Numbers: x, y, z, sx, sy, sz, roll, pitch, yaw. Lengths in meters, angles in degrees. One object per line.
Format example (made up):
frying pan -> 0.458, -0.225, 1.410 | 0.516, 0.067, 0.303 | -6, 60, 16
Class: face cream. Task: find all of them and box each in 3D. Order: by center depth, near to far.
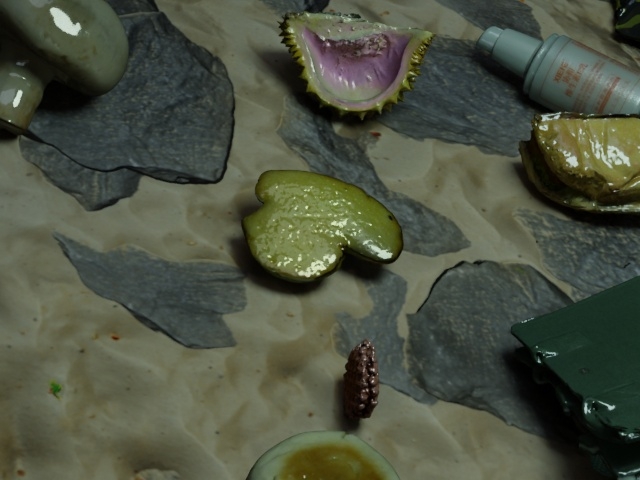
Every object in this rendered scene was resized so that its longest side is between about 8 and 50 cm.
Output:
face cream -> 0.329, -0.228, 1.831 | 0.252, 0.101, 0.101 | 30, 46, 16

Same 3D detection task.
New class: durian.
durian -> 0.048, -0.242, 1.759 | 0.183, 0.132, 0.165 | -12, 37, -10

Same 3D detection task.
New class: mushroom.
mushroom -> -0.336, -0.235, 1.643 | 0.206, 0.209, 0.206 | 11, 13, -3

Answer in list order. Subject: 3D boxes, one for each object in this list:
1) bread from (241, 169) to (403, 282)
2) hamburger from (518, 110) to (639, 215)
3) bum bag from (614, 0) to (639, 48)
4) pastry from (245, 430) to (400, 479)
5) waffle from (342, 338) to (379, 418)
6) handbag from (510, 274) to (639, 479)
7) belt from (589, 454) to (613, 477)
bread -> 0.000, 0.000, 1.555 | 0.188, 0.065, 0.149 | 17, 55, -1
hamburger -> 0.388, -0.088, 1.704 | 0.262, 0.124, 0.130 | 0, 64, -8
bum bag -> 0.492, -0.362, 2.037 | 0.107, 0.060, 0.232 | 3, 42, 2
pastry -> 0.003, 0.253, 1.273 | 0.157, 0.092, 0.156 | 9, 45, -9
waffle -> 0.042, 0.146, 1.399 | 0.029, 0.075, 0.083 | 7, 49, -14
handbag -> 0.360, 0.133, 1.424 | 0.260, 0.079, 0.247 | -15, 31, -15
belt -> 0.369, 0.204, 1.433 | 0.100, 0.065, 0.179 | 33, 47, 32
